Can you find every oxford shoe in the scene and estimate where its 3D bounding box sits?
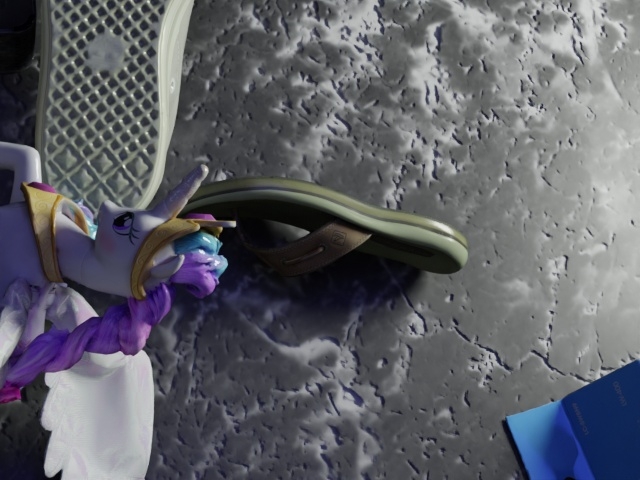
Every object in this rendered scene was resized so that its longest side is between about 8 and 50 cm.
[{"bbox_3d":[-0.195,-0.231,1.257,0.169,0.130,0.449,8,86,-7],"label":"oxford shoe"}]

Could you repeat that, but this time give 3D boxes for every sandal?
[{"bbox_3d":[0.002,0.000,1.277,0.303,0.120,0.086,14,79,-9],"label":"sandal"}]

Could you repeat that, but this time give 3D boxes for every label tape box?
[{"bbox_3d":[0.389,0.228,1.280,0.334,0.106,0.240,-14,71,-19],"label":"label tape box"}]

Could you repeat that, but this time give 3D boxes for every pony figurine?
[{"bbox_3d":[-0.267,0.073,1.084,0.363,0.303,0.351,16,92,20],"label":"pony figurine"}]

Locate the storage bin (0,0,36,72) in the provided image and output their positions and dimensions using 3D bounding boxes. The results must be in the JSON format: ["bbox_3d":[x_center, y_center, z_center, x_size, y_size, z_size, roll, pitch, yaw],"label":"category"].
[{"bbox_3d":[-0.381,-0.241,1.294,0.180,0.084,0.122,-3,69,-16],"label":"storage bin"}]
